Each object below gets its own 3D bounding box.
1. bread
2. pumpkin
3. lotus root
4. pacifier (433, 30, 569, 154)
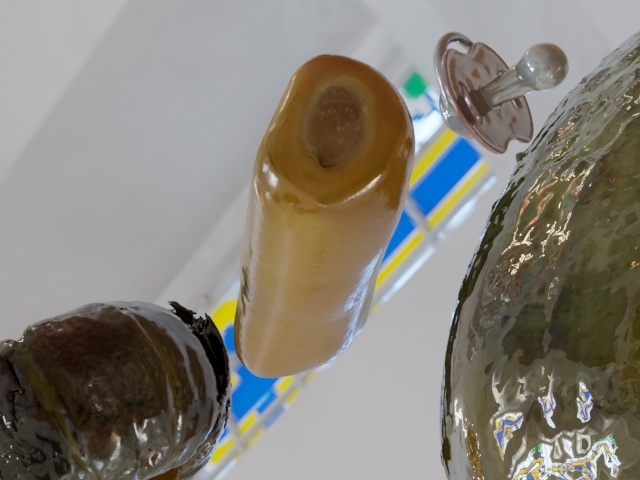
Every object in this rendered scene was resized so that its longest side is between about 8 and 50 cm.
[{"bbox_3d":[0.000,0.000,0.758,0.074,0.239,0.092,19,-117,4],"label":"bread"},{"bbox_3d":[-0.239,0.185,1.403,0.320,0.320,0.192,-11,-113,-57],"label":"pumpkin"},{"bbox_3d":[0.129,0.021,0.481,0.173,0.173,0.309,38,-131,-7],"label":"lotus root"},{"bbox_3d":[0.110,-0.096,0.857,0.099,0.078,0.081,-26,-90,-57],"label":"pacifier"}]
